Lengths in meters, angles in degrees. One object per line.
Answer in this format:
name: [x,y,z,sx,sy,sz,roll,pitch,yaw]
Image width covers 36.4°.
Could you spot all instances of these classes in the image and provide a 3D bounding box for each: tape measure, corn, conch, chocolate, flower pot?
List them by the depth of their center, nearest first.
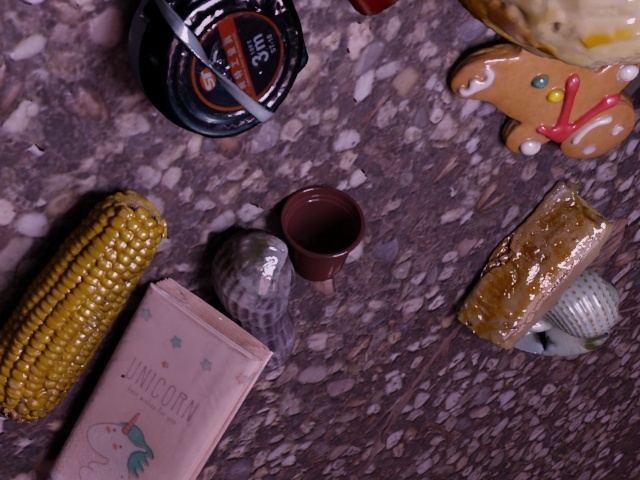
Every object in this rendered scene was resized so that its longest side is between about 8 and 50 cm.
tape measure: [-0.104,-0.200,0.989,0.181,0.107,0.182,-30,138,-16]
corn: [-0.285,0.081,1.095,0.115,0.115,0.318,20,111,-45]
chocolate: [-0.084,0.083,1.252,0.110,0.110,0.248,-20,135,-22]
flower pot: [0.000,0.000,1.253,0.111,0.111,0.089,-23,150,-19]
conch: [0.397,0.108,1.619,0.199,0.131,0.172,0,156,13]

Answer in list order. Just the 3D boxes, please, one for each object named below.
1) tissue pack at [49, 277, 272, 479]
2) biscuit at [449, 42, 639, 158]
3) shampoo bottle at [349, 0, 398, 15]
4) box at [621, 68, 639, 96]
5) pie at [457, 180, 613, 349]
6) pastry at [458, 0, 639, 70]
tissue pack: [-0.209,0.222,1.234,0.325,0.170,0.071,-59,169,19]
biscuit: [0.336,-0.193,1.323,0.216,0.047,0.339,-32,142,21]
shampoo bottle: [0.017,-0.345,0.984,0.102,0.064,0.260,-43,139,3]
box: [0.472,-0.340,1.344,0.325,0.047,0.180,-49,138,9]
pie: [0.338,0.040,1.529,0.282,0.128,0.068,-53,167,12]
pastry: [0.257,-0.360,0.949,0.388,0.312,0.389,11,90,-74]
